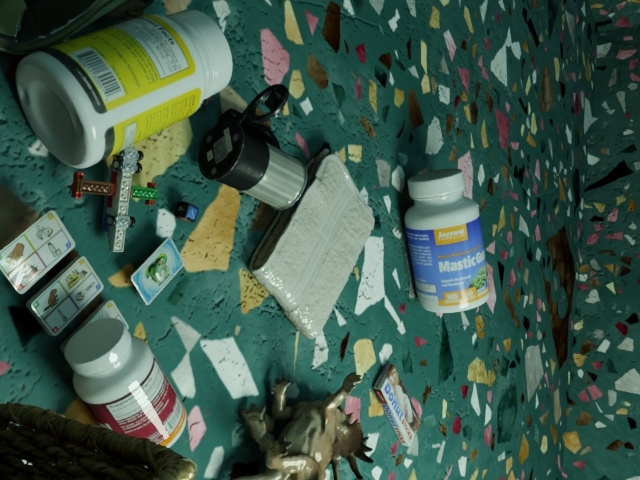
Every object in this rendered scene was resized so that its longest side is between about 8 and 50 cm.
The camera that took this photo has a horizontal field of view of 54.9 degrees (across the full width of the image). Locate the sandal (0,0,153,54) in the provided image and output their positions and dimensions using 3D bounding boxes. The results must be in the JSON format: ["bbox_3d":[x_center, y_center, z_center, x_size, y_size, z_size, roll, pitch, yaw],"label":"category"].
[{"bbox_3d":[-0.239,-0.290,0.669,0.302,0.086,0.120,-39,94,-28],"label":"sandal"}]

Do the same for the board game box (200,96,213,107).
[{"bbox_3d":[-0.187,-0.204,0.784,0.090,0.020,0.090,-43,122,-44],"label":"board game box"}]

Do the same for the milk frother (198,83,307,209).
[{"bbox_3d":[-0.067,-0.127,0.840,0.134,0.143,0.129,22,64,-49],"label":"milk frother"}]

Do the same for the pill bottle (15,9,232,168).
[{"bbox_3d":[-0.201,-0.172,0.664,0.208,0.119,0.119,-39,120,-39],"label":"pill bottle"}]

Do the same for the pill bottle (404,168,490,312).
[{"bbox_3d":[0.256,-0.003,1.265,0.152,0.152,0.272,-29,112,-50],"label":"pill bottle"}]

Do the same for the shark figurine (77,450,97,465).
[{"bbox_3d":[-0.241,0.351,0.604,0.278,0.116,0.166,-110,-157,-44],"label":"shark figurine"}]

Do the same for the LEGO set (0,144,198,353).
[{"bbox_3d":[-0.240,0.001,0.703,0.244,0.060,0.182,-54,141,-37],"label":"LEGO set"}]

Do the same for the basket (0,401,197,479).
[{"bbox_3d":[-0.269,0.235,0.424,0.213,0.299,0.223,21,75,-50],"label":"basket"}]

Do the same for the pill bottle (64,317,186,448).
[{"bbox_3d":[-0.211,0.159,0.667,0.086,0.086,0.152,-53,138,-40],"label":"pill bottle"}]

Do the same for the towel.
[{"bbox_3d":[0.000,0.000,1.006,0.187,0.049,0.282,55,48,-36],"label":"towel"}]

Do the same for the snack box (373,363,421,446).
[{"bbox_3d":[0.154,0.328,1.224,0.064,0.022,0.178,-53,130,-38],"label":"snack box"}]

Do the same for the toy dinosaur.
[{"bbox_3d":[-0.020,0.317,0.914,0.295,0.127,0.200,-38,125,-41],"label":"toy dinosaur"}]
